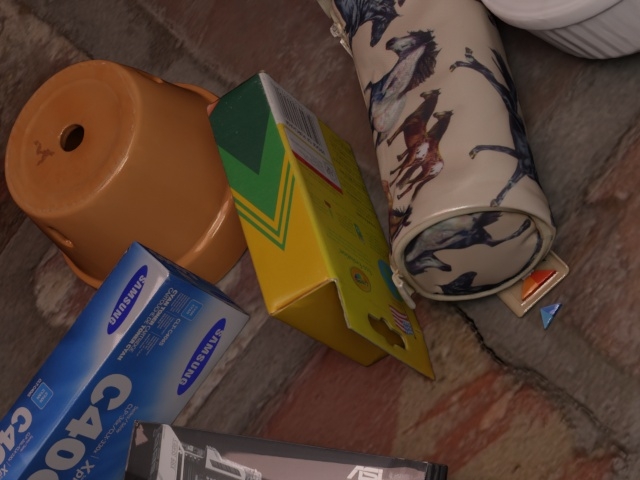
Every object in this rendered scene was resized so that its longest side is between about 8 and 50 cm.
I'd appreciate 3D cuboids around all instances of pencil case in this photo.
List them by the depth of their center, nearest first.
[{"bbox_3d":[0.117,-0.136,1.233,0.183,0.160,0.410,-26,55,24],"label":"pencil case"}]

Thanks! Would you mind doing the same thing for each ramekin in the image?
[{"bbox_3d":[0.297,-0.309,1.193,0.273,0.127,0.272,-30,45,35],"label":"ramekin"}]

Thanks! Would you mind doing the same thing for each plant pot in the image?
[{"bbox_3d":[-0.235,-0.083,1.405,0.291,0.203,0.290,-12,64,26],"label":"plant pot"}]

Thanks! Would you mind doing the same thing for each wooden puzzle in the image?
[{"bbox_3d":[0.208,0.033,1.204,0.078,0.014,0.116,-51,54,3],"label":"wooden puzzle"}]

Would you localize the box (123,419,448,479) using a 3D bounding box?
[{"bbox_3d":[-0.047,0.308,1.094,0.307,0.076,0.242,5,80,23],"label":"box"}]

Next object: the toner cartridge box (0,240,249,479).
[{"bbox_3d":[-0.244,0.183,1.319,0.075,0.165,0.348,37,91,36],"label":"toner cartridge box"}]

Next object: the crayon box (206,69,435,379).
[{"bbox_3d":[0.000,0.000,1.227,0.081,0.202,0.318,-31,56,17],"label":"crayon box"}]
